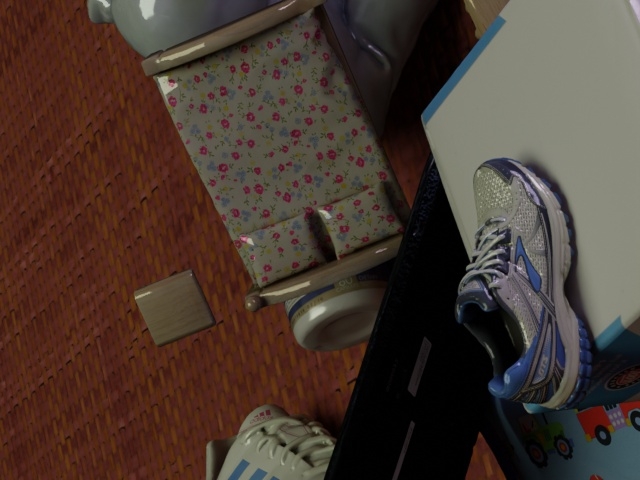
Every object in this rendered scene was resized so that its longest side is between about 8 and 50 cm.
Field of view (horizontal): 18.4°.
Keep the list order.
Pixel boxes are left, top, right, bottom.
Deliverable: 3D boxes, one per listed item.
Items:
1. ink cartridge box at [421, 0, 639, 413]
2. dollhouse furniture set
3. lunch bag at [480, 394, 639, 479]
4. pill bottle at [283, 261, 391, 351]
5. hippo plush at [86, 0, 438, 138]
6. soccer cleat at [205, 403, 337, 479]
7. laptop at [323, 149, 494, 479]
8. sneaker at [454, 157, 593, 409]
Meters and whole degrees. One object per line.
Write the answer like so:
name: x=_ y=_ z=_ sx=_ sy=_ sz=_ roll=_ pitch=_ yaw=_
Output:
ink cartridge box: x=0.237 y=-0.044 z=1.080 sx=0.198 sy=0.270 sz=0.197 roll=-52 pitch=49 yaw=50
dollhouse furniture set: x=-0.021 y=-0.110 z=1.320 sx=0.174 sy=0.356 sz=0.303 roll=-73 pitch=-41 yaw=-76
lunch bag: x=0.244 y=0.195 z=1.258 sx=0.221 sy=0.138 sz=0.293 roll=-31 pitch=75 yaw=56
pill bottle: x=0.000 y=0.000 z=1.672 sx=0.094 sy=0.094 sz=0.169 roll=-52 pitch=51 yaw=50
hippo plush: x=-0.068 y=-0.155 z=1.539 sx=0.234 sy=0.237 sz=0.294 roll=-23 pitch=44 yaw=52
soccer cleat: x=-0.020 y=0.206 z=1.713 sx=0.331 sy=0.116 sz=0.143 roll=-25 pitch=72 yaw=59
laptop: x=0.036 y=0.098 z=1.286 sx=0.137 sy=0.264 sz=0.234 roll=7 pitch=67 yaw=29
sneaker: x=0.095 y=0.020 z=1.001 sx=0.052 sy=0.058 sz=0.135 roll=-43 pitch=55 yaw=54
